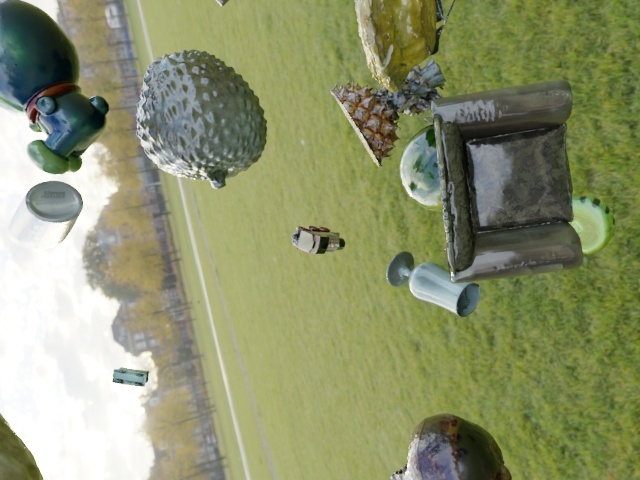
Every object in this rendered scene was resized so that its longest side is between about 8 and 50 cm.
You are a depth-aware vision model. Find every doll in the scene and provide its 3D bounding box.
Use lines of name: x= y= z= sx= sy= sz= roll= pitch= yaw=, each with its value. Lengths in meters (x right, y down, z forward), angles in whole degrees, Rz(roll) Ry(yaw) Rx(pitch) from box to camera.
doll: x=-0.500 y=-0.281 z=0.942 sx=0.321 sy=0.186 sz=0.198 roll=53 pitch=180 yaw=-16

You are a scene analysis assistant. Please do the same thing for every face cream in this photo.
face cream: x=-0.507 y=-0.037 z=0.988 sx=0.269 sy=0.108 sz=0.073 roll=-21 pitch=68 yaw=55

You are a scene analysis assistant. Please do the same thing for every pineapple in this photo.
pineapple: x=0.206 y=-0.374 z=1.451 sx=0.262 sy=0.272 sz=0.262 roll=56 pitch=-172 yaw=-12

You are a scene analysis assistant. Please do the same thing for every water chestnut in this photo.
water chestnut: x=0.262 y=0.468 z=1.103 sx=0.223 sy=0.238 sz=0.223 roll=47 pitch=-154 yaw=-31

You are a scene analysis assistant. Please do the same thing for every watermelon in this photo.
watermelon: x=0.266 y=-0.165 z=1.131 sx=0.214 sy=0.188 sz=0.188 roll=-63 pitch=31 yaw=18

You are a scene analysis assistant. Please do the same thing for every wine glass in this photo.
wine glass: x=0.280 y=0.108 z=1.344 sx=0.231 sy=0.103 sz=0.103 roll=24 pitch=128 yaw=48

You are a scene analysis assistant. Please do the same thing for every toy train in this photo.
toy train: x=0.000 y=0.000 z=1.228 sx=0.087 sy=0.138 sz=0.050 roll=23 pitch=104 yaw=38
toy train: x=-0.492 y=0.353 z=1.399 sx=0.056 sy=0.093 sz=0.038 roll=160 pitch=119 yaw=-85

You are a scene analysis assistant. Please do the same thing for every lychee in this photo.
lychee: x=-0.232 y=-0.235 z=1.057 sx=0.255 sy=0.256 sz=0.274 roll=150 pitch=107 yaw=-74

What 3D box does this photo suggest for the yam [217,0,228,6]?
yam: x=-0.357 y=-0.745 z=1.384 sx=0.045 sy=0.327 sz=0.045 roll=-16 pitch=43 yaw=41

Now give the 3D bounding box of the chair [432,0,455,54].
chair: x=0.267 y=-0.619 z=1.442 sx=0.221 sy=0.141 sz=0.145 roll=88 pitch=174 yaw=-64

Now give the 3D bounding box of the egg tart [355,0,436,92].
egg tart: x=0.155 y=-0.427 z=1.023 sx=0.295 sy=0.116 sz=0.294 roll=-4 pitch=-90 yaw=-66

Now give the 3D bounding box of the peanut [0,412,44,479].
peanut: x=-0.415 y=0.227 z=0.608 sx=0.298 sy=0.120 sz=0.136 roll=51 pitch=155 yaw=6

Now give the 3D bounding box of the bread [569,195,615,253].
bread: x=0.574 y=-0.039 z=1.190 sx=0.139 sy=0.071 sz=0.129 roll=8 pitch=113 yaw=35

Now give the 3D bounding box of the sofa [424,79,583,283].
sofa: x=0.258 y=-0.077 z=0.740 sx=0.182 sy=0.200 sz=0.258 roll=-66 pitch=-32 yaw=-76
